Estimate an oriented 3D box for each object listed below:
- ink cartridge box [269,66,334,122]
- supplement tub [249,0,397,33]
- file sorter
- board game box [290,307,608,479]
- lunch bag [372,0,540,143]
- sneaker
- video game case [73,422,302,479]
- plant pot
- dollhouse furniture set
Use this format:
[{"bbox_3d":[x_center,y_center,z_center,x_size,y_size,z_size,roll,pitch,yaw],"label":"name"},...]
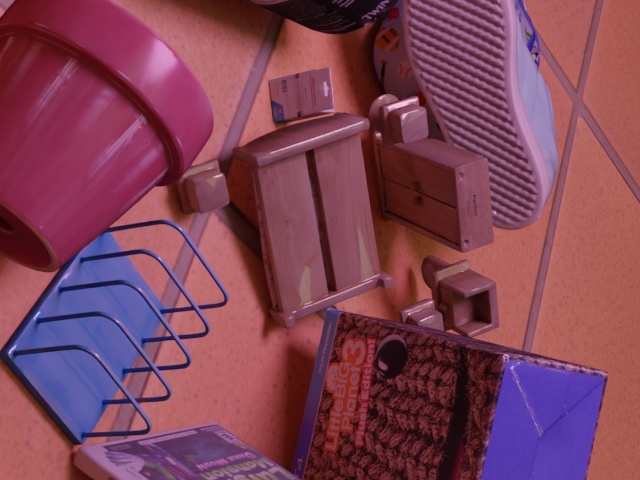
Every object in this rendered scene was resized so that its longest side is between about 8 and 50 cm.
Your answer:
[{"bbox_3d":[-0.013,-0.160,1.488,0.028,0.083,0.048,-3,87,-54],"label":"ink cartridge box"},{"bbox_3d":[-0.053,-0.339,1.375,0.316,0.193,0.194,15,71,-53],"label":"supplement tub"},{"bbox_3d":[-0.175,0.078,1.203,0.118,0.104,0.170,57,43,-29],"label":"file sorter"},{"bbox_3d":[0.116,0.209,1.355,0.141,0.291,0.232,13,88,-34],"label":"board game box"},{"bbox_3d":[0.189,-0.241,1.763,0.243,0.115,0.303,62,41,-29],"label":"lunch bag"},{"bbox_3d":[0.193,-0.202,1.595,0.150,0.135,0.366,-50,130,-59],"label":"sneaker"},{"bbox_3d":[-0.099,0.223,1.232,0.190,0.173,0.022,-1,114,-54],"label":"video game case"},{"bbox_3d":[-0.217,-0.081,1.117,0.201,0.201,0.180,52,60,-35],"label":"plant pot"},{"bbox_3d":[0.000,0.000,1.518,0.355,0.174,0.303,-19,114,-25],"label":"dollhouse furniture set"}]
